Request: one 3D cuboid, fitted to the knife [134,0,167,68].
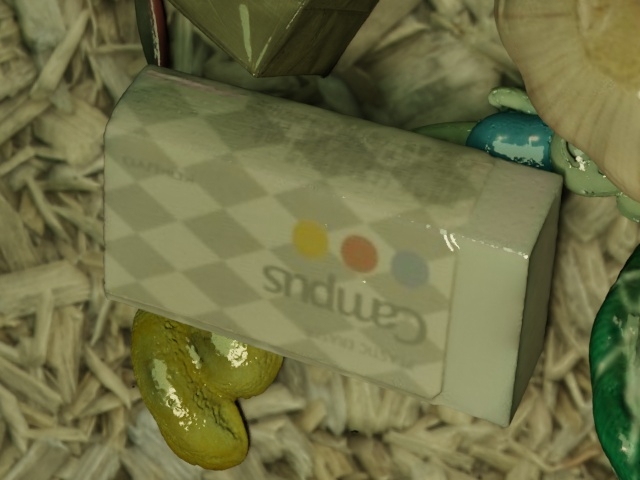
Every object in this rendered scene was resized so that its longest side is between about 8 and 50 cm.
[{"bbox_3d":[-0.173,-0.272,1.446,0.035,0.018,0.247,-12,88,28],"label":"knife"}]

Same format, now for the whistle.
[{"bbox_3d":[0.174,-0.074,1.276,0.235,0.077,0.114,2,88,27],"label":"whistle"}]

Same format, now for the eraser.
[{"bbox_3d":[-0.001,0.000,1.326,0.396,0.082,0.213,17,123,22],"label":"eraser"}]

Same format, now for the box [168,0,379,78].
[{"bbox_3d":[-0.063,-0.266,1.321,0.231,0.149,0.155,43,111,14],"label":"box"}]

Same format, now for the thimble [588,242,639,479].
[{"bbox_3d":[0.326,0.094,1.068,0.254,0.167,0.288,37,86,31],"label":"thimble"}]

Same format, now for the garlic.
[{"bbox_3d":[0.269,-0.194,1.117,0.317,0.259,0.317,2,96,21],"label":"garlic"}]

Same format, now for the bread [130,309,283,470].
[{"bbox_3d":[-0.104,0.121,1.431,0.149,0.065,0.188,-11,88,19],"label":"bread"}]
